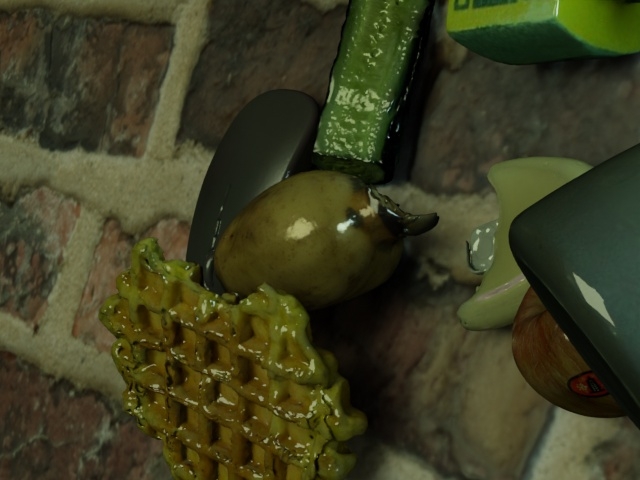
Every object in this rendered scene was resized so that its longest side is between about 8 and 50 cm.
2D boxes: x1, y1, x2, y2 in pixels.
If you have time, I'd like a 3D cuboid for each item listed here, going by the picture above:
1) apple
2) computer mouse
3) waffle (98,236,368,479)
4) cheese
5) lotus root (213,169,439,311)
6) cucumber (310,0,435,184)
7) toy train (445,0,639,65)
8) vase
[{"bbox_3d":[0.189,0.056,0.843,0.126,0.102,0.126,-58,9,16],"label":"apple"},{"bbox_3d":[-0.068,-0.034,1.203,0.120,0.057,0.232,18,88,50],"label":"computer mouse"},{"bbox_3d":[-0.080,0.120,1.070,0.291,0.051,0.291,17,118,36],"label":"waffle"},{"bbox_3d":[0.193,-0.018,0.915,0.235,0.049,0.127,-21,59,43],"label":"cheese"},{"bbox_3d":[0.000,0.000,1.060,0.221,0.125,0.118,-25,97,45],"label":"lotus root"},{"bbox_3d":[0.054,-0.157,1.122,0.078,0.062,0.211,11,76,15],"label":"cucumber"},{"bbox_3d":[0.261,-0.247,0.867,0.369,0.150,0.237,3,86,48],"label":"toy train"},{"bbox_3d":[0.274,-0.033,0.687,0.321,0.173,0.173,-38,46,3],"label":"vase"}]
